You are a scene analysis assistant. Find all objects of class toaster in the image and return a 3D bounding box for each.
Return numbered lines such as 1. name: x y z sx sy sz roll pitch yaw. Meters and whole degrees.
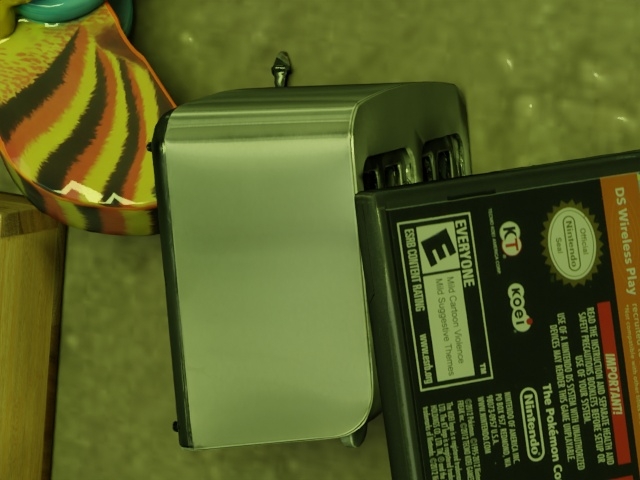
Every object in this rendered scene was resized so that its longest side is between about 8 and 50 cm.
1. toaster: 0.000 0.000 0.900 0.110 0.168 0.185 -2 96 22

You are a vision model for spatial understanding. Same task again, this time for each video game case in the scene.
1. video game case: 0.153 0.096 0.827 0.248 0.035 0.275 -9 93 -15

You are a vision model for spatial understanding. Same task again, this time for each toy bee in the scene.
1. toy bee: -0.178 -0.122 0.973 0.162 0.195 0.298 -21 54 -7

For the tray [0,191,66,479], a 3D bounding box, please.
1. tray: -0.348 0.049 1.123 0.411 0.076 0.203 10 101 25
